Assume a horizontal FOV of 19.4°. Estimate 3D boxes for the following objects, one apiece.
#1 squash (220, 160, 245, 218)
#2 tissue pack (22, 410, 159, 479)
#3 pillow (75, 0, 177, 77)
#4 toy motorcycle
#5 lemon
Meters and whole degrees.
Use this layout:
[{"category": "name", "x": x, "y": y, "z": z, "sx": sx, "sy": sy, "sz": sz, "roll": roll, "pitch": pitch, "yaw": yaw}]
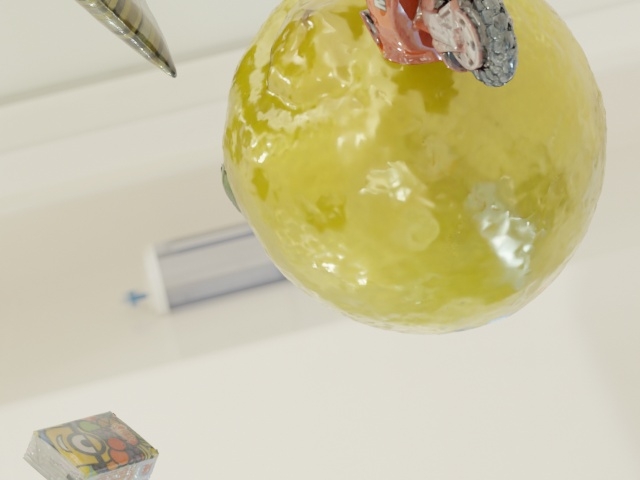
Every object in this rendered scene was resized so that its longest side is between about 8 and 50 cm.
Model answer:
[{"category": "squash", "x": -0.001, "y": 0.001, "z": 2.017, "sx": 0.331, "sy": 0.087, "sz": 0.087, "roll": 47, "pitch": -162, "yaw": -44}, {"category": "tissue pack", "x": -0.171, "y": 0.162, "z": 1.403, "sx": 0.063, "sy": 0.083, "sz": 0.035, "roll": 35, "pitch": 114, "yaw": 30}, {"category": "pillow", "x": -0.227, "y": -0.263, "z": 1.750, "sx": 0.212, "sy": 0.052, "sz": 0.208, "roll": 45, "pitch": -171, "yaw": -37}, {"category": "toy motorcycle", "x": 0.056, "y": -0.237, "z": 1.359, "sx": 0.298, "sy": 0.089, "sz": 0.171, "roll": 66, "pitch": 168, "yaw": 4}, {"category": "lemon", "x": 0.083, "y": -0.083, "z": 1.588, "sx": 0.348, "sy": 0.348, "sz": 0.348, "roll": 166, "pitch": 90, "yaw": -86}]
